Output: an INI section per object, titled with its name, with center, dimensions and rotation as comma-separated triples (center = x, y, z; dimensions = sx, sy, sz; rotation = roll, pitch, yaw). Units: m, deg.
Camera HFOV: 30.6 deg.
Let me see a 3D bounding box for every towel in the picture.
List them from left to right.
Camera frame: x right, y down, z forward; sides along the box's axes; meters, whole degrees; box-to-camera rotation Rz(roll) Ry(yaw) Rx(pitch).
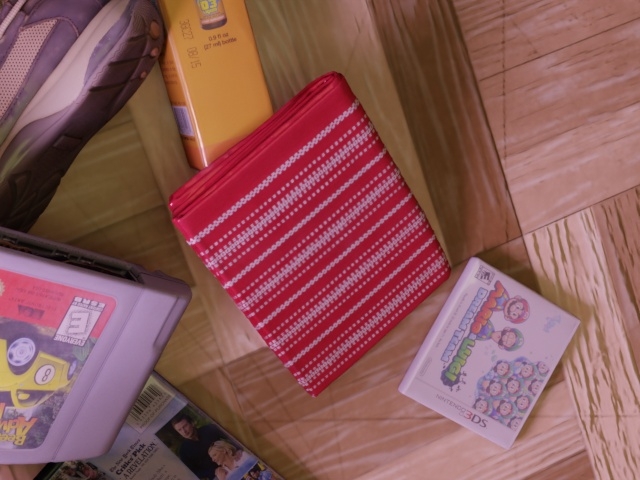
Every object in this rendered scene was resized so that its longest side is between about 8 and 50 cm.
[towel]
center = 0.000, 0.000, 1.079
dimensions = 0.199, 0.031, 0.275
rotation = -41, 129, -9

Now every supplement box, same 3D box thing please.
[supplement box]
center = -0.105, -0.181, 1.036
dimensions = 0.078, 0.080, 0.234
rotation = -18, 105, -17

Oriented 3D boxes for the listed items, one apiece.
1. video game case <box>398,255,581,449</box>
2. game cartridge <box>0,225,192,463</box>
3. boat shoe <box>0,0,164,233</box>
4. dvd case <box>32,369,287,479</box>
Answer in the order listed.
[video game case]
center = 0.175, 0.117, 1.200
dimensions = 0.143, 0.019, 0.157
rotation = 30, 88, -20
[game cartridge]
center = -0.265, 0.088, 0.951
dimensions = 0.294, 0.060, 0.196
rotation = 18, 111, -40
[boat shoe]
center = -0.284, -0.086, 0.985
dimensions = 0.130, 0.132, 0.355
rotation = 41, 89, 7
[dvd case]
center = -0.139, 0.260, 1.122
dimensions = 0.253, 0.022, 0.180
rotation = 43, 85, -19
